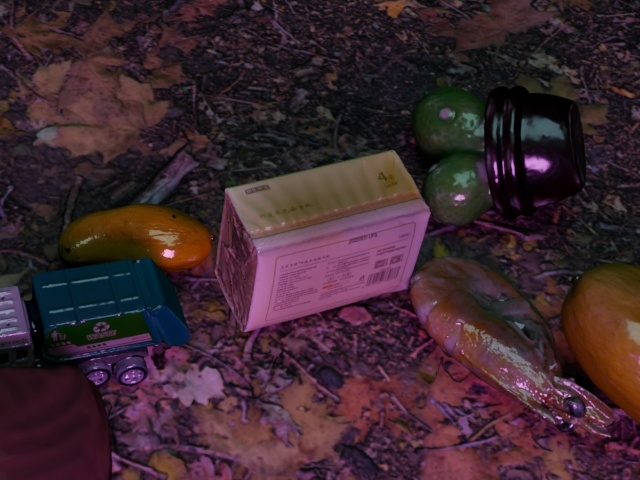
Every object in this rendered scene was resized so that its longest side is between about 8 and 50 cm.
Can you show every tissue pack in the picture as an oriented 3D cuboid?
[{"bbox_3d":[0.000,0.000,1.573,0.234,0.159,0.125,-14,53,-22],"label":"tissue pack"}]

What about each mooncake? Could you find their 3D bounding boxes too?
[{"bbox_3d":[-0.359,0.234,1.295,0.326,0.174,0.334,34,53,21],"label":"mooncake"}]

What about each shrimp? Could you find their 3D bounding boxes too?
[{"bbox_3d":[0.241,0.124,1.570,0.317,0.077,0.168,42,45,23],"label":"shrimp"}]

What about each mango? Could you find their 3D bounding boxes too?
[{"bbox_3d":[0.416,0.161,1.511,0.332,0.142,0.195,48,23,7],"label":"mango"},{"bbox_3d":[-0.225,-0.002,1.592,0.190,0.075,0.098,0,43,-2],"label":"mango"}]

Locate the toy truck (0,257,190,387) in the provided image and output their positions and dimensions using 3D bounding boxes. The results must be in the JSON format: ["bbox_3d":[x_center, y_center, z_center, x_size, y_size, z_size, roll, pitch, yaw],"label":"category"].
[{"bbox_3d":[-0.278,0.098,1.464,0.253,0.124,0.114,-8,49,-20],"label":"toy truck"}]

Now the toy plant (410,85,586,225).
[{"bbox_3d":[0.230,-0.121,1.730,0.235,0.175,0.218,-5,52,19],"label":"toy plant"}]
